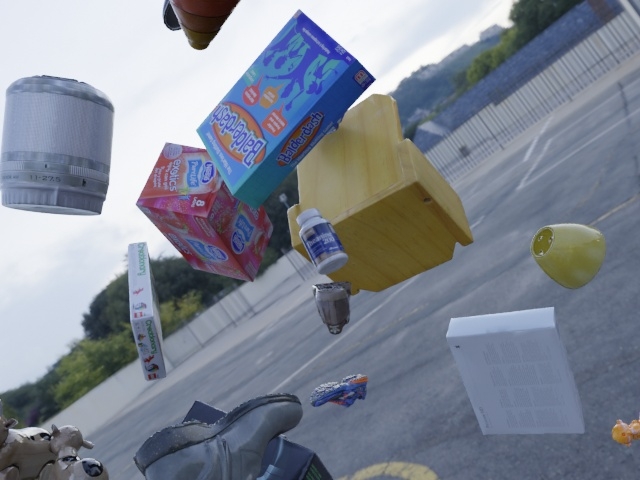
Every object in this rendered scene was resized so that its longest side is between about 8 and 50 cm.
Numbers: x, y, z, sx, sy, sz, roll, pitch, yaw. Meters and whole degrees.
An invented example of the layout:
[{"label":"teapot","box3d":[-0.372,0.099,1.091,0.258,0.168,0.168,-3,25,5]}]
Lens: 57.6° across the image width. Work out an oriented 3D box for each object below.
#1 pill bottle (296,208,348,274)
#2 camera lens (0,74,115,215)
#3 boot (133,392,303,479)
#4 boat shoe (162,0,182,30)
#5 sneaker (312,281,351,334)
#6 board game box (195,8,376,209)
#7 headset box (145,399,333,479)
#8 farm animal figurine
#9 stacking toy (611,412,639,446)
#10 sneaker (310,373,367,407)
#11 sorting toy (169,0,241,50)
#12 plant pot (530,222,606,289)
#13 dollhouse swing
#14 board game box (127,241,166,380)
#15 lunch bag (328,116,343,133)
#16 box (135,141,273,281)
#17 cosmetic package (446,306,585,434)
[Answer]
[{"label":"pill bottle","box3d":[0.000,0.000,1.126,0.067,0.120,0.067,-23,-22,-10]},{"label":"camera lens","box3d":[-0.566,-0.200,1.258,0.219,0.275,0.219,3,-4,0]},{"label":"boot","box3d":[-0.086,0.283,0.684,0.246,0.161,0.083,-4,-42,-48]},{"label":"boat shoe","box3d":[-0.231,-0.480,1.106,0.227,0.081,0.069,-37,34,29]},{"label":"sneaker","box3d":[0.018,0.107,0.953,0.066,0.071,0.188,-4,0,6]},{"label":"board game box","box3d":[-0.052,-0.165,0.719,0.210,0.160,0.047,-47,-43,12]},{"label":"headset box","box3d":[-0.148,0.422,0.920,0.283,0.246,0.131,-60,-33,-30]},{"label":"farm animal figurine","box3d":[-0.473,0.335,0.882,0.327,0.330,0.172,120,161,-69]},{"label":"stacking toy","box3d":[0.899,0.469,1.508,0.301,0.175,0.166,-16,-14,-1]},{"label":"sneaker","box3d":[0.067,0.492,1.845,0.221,0.087,0.083,-9,-1,-32]},{"label":"sorting toy","box3d":[-0.133,-0.357,0.689,0.127,0.366,0.126,5,-37,-13]},{"label":"plant pot","box3d":[0.479,0.019,1.159,0.134,0.095,0.134,-160,90,-74]},{"label":"dollhouse swing","box3d":[0.132,-0.111,1.399,0.346,0.315,0.305,-29,35,31]},{"label":"board game box","box3d":[-0.428,0.165,1.428,0.053,0.193,0.305,-10,36,-14]},{"label":"lunch bag","box3d":[-0.047,-0.299,1.327,0.219,0.176,0.090,8,78,69]},{"label":"box","box3d":[-0.184,-0.039,0.989,0.257,0.128,0.123,69,-145,-62]},{"label":"cosmetic package","box3d":[0.546,0.375,1.621,0.284,0.377,0.097,-12,25,26]}]
